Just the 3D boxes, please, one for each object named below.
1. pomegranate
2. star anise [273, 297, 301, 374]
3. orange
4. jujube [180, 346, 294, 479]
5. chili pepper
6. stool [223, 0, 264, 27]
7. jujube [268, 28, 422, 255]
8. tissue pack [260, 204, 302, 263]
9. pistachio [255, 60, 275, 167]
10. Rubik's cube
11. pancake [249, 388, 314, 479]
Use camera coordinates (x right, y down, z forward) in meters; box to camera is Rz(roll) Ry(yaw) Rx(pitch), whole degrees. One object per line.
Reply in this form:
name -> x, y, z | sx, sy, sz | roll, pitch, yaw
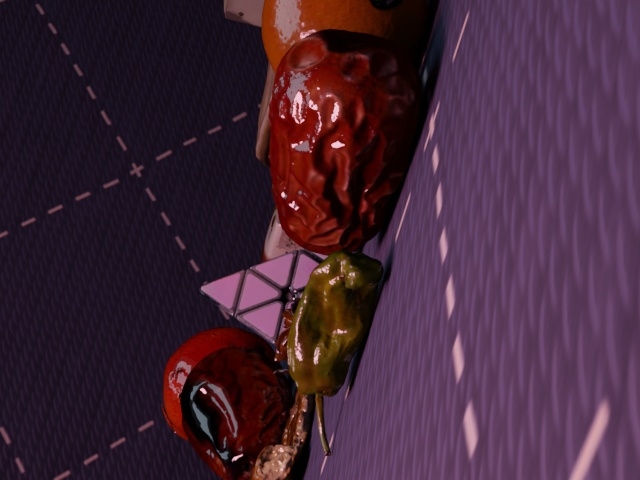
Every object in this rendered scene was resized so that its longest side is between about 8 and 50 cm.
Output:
pomegranate -> -0.155, 0.251, 2.078 | 0.235, 0.210, 0.210 | 58, -140, -55
star anise -> -0.020, 0.116, 1.462 | 0.190, 0.070, 0.097 | -35, 38, 53
orange -> 0.026, -0.244, 1.411 | 0.206, 0.206, 0.206 | -165, 90, -86
jujube -> -0.115, 0.258, 1.811 | 0.236, 0.168, 0.168 | -113, 35, -56
chili pepper -> 0.004, 0.098, 1.206 | 0.073, 0.072, 0.204 | -86, 12, -64
stool -> 0.002, -0.450, 1.994 | 0.244, 0.269, 0.170 | -78, 4, -49
jujube -> 0.020, -0.098, 1.261 | 0.155, 0.155, 0.230 | -80, -4, -54
tissue pack -> -0.044, 0.001, 2.160 | 0.106, 0.099, 0.149 | -79, 6, -48
pistachio -> 0.009, -0.213, 1.601 | 0.197, 0.166, 0.288 | -12, -62, -70
Rubik's cube -> -0.051, 0.115, 1.591 | 0.178, 0.190, 0.211 | -115, 32, -58
pancake -> -0.059, 0.281, 1.543 | 0.266, 0.057, 0.245 | 109, 175, -59
